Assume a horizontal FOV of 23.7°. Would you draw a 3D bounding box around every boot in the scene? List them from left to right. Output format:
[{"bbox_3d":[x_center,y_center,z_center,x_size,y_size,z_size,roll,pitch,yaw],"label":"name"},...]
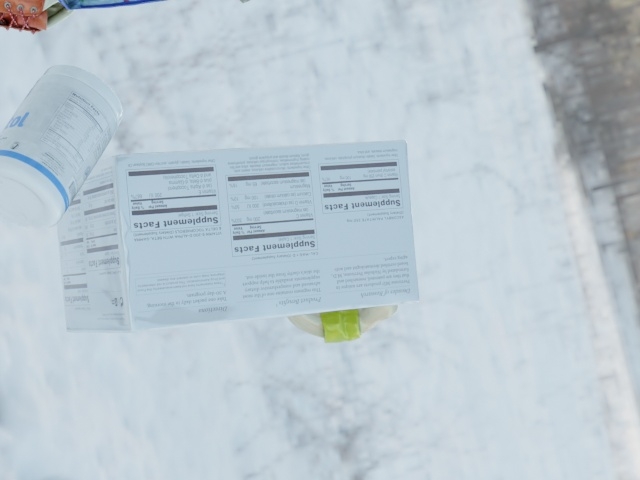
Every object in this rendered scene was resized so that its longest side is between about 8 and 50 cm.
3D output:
[{"bbox_3d":[-0.301,-0.223,1.441,0.085,0.158,0.059,51,-23,17],"label":"boot"}]

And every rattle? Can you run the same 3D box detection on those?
[{"bbox_3d":[0.000,0.000,1.616,0.200,0.130,0.143,51,32,-25],"label":"rattle"}]

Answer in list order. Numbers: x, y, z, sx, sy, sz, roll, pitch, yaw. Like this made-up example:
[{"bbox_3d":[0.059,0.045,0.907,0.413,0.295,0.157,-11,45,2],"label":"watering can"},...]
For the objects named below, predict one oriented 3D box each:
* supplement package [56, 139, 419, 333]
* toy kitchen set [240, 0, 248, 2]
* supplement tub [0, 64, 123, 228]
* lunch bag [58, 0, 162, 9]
[{"bbox_3d":[-0.079,-0.001,1.332,0.204,0.261,0.145,172,-87,-66],"label":"supplement package"},{"bbox_3d":[-0.032,-0.240,1.336,0.083,0.068,0.075,48,-25,42],"label":"toy kitchen set"},{"bbox_3d":[-0.197,-0.068,1.108,0.107,0.071,0.071,-64,147,-34],"label":"supplement tub"},{"bbox_3d":[-0.170,-0.262,1.346,0.129,0.151,0.096,-120,-174,-58],"label":"lunch bag"}]
